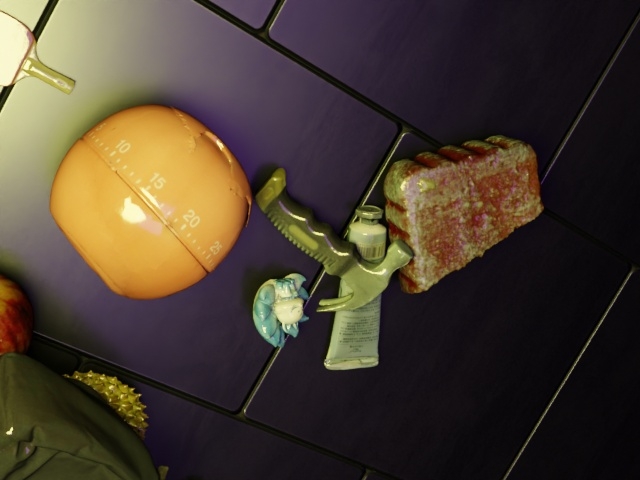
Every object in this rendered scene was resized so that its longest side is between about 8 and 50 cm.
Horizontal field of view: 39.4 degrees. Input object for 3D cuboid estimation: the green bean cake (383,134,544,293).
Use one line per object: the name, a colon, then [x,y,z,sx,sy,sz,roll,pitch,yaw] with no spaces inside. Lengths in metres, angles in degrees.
green bean cake: [0.210,-0.044,1.312,0.232,0.097,0.199,-19,111,-13]

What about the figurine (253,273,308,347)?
figurine: [-0.056,0.105,1.275,0.114,0.079,0.114,-7,98,-62]

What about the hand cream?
hand cream: [0.058,0.075,1.322,0.088,0.055,0.256,-2,109,-20]

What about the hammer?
hammer: [0.000,0.000,1.252,0.226,0.041,0.159,42,113,-10]

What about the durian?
durian: [-0.333,0.247,1.215,0.208,0.102,0.147,16,107,-19]

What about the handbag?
handbag: [-0.381,0.280,1.116,0.301,0.178,0.275,-35,141,16]

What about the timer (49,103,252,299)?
timer: [-0.205,-0.048,1.095,0.215,0.229,0.230,-40,115,-14]

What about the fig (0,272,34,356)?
fig: [-0.429,0.116,1.121,0.149,0.148,0.202,-5,142,11]

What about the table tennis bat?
table tennis bat: [-0.376,-0.225,1.098,0.156,0.013,0.087,27,94,-23]
